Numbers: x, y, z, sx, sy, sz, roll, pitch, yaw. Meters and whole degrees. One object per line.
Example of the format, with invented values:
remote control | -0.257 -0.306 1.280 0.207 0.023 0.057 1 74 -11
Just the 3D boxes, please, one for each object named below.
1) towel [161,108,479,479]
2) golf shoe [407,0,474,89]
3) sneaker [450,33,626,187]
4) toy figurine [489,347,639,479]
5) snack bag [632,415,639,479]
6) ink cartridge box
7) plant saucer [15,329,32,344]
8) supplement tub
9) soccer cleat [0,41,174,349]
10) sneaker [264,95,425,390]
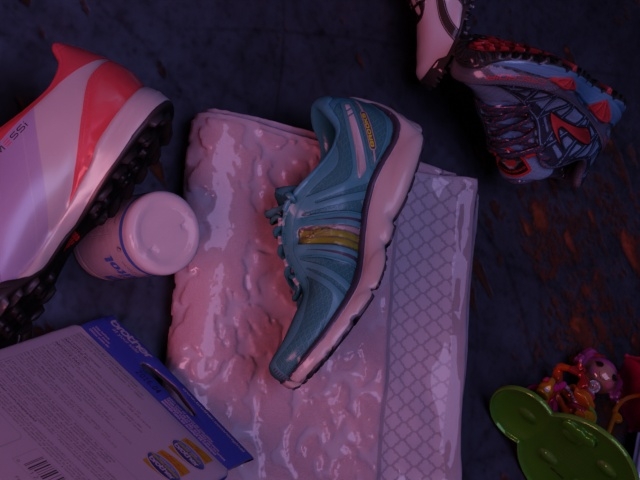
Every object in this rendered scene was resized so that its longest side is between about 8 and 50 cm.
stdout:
towel | 0.006 0.070 1.668 0.317 0.053 0.331 11 79 -32
golf shoe | 0.102 -0.243 1.756 0.094 0.077 0.198 13 79 -10
sneaker | 0.205 -0.113 1.756 0.262 0.104 0.125 19 92 -51
toy figurine | 0.271 0.165 1.820 0.173 0.130 0.159 42 48 3
snack bag | 0.463 0.182 1.971 0.323 0.037 0.342 20 75 -30
ink cartridge box | -0.196 0.161 1.414 0.186 0.065 0.311 42 26 14
plant saucer | -0.304 0.067 1.476 0.168 0.029 0.168 4 83 -33
supplement tub | -0.154 -0.003 1.533 0.071 0.107 0.071 4 84 -33
soccer cleat | -0.249 -0.011 1.446 0.116 0.108 0.318 36 81 9
sneaker | 0.000 0.000 1.598 0.110 0.107 0.275 22 67 -11
